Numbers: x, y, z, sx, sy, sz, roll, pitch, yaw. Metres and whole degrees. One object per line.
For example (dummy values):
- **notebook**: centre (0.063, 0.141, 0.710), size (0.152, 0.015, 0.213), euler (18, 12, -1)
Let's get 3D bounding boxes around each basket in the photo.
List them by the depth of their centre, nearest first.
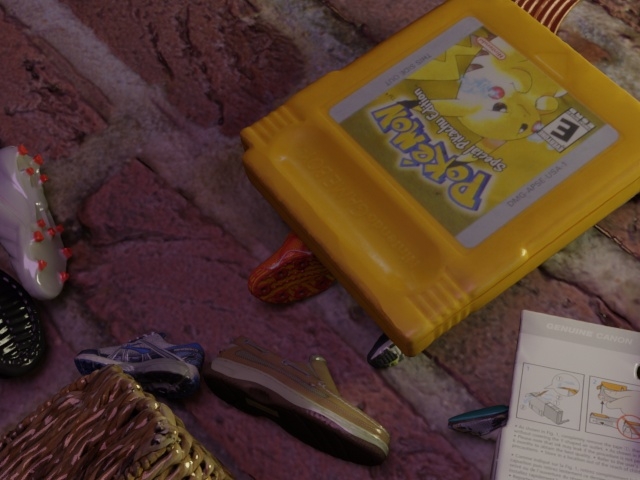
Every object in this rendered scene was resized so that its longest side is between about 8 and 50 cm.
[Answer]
- **basket**: centre (-0.198, 0.287, 0.870), size (0.299, 0.223, 0.213), euler (-46, 30, -14)

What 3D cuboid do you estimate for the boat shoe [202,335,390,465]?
- **boat shoe**: centre (-0.013, 0.134, 0.934), size (0.190, 0.068, 0.072), euler (24, 57, 23)

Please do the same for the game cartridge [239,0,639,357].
- **game cartridge**: centre (0.120, -0.085, 0.979), size (0.323, 0.053, 0.285), euler (-34, 60, -15)

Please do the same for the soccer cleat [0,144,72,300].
- **soccer cleat**: centre (-0.312, -0.012, 1.079), size (0.076, 0.068, 0.196), euler (-30, 58, 13)

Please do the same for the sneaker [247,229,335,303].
- **sneaker**: centre (0.000, 0.000, 1.012), size (0.175, 0.064, 0.067), euler (-34, 46, -16)

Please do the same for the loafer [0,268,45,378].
- **loafer**: centre (-0.358, 0.060, 1.047), size (0.220, 0.078, 0.080), euler (46, 46, 18)

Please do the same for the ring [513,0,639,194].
- **ring**: centre (0.345, -0.194, 1.054), size (0.336, 0.032, 0.337), euler (-5, 61, 9)

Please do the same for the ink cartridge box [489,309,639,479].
- **ink cartridge box**: centre (0.284, 0.195, 0.815), size (0.296, 0.066, 0.261), euler (11, 44, 9)

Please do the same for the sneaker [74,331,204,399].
- **sneaker**: centre (-0.169, 0.116, 0.987), size (0.135, 0.052, 0.058), euler (3, 42, 21)

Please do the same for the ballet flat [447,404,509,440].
- **ballet flat**: centre (0.168, 0.155, 0.898), size (0.114, 0.041, 0.041), euler (-20, 60, 2)

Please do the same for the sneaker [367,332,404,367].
- **sneaker**: centre (0.072, 0.084, 0.963), size (0.083, 0.031, 0.035), euler (-40, 48, -15)
